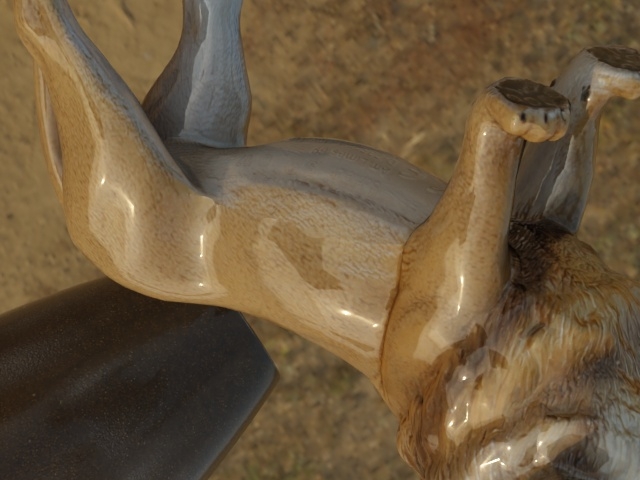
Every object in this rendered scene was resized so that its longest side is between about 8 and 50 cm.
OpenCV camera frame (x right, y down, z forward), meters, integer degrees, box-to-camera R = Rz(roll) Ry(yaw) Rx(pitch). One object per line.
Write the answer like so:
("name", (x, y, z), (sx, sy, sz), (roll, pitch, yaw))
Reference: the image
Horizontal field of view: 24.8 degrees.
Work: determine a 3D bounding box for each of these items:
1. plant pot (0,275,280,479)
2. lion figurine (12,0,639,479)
("plant pot", (-0.150, 0.116, 0.976), (0.230, 0.215, 0.215), (-35, 142, -7))
("lion figurine", (0.000, 0.000, 0.659), (0.142, 0.392, 0.240), (-31, 143, -50))
